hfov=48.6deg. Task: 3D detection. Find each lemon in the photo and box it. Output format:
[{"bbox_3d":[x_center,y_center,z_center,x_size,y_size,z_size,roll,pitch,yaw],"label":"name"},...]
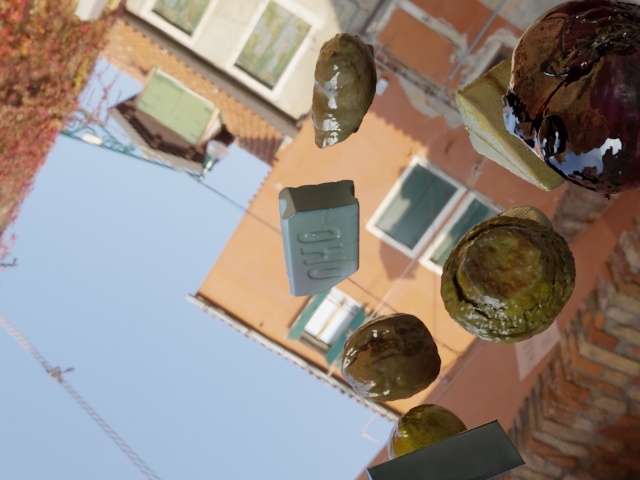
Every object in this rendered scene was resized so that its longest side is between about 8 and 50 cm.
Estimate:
[{"bbox_3d":[0.242,0.460,1.588,0.244,0.187,0.187,50,-175,-45],"label":"lemon"}]

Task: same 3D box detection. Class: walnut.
[{"bbox_3d":[0.174,0.301,1.818,0.257,0.257,0.224,24,-156,-26],"label":"walnut"}]

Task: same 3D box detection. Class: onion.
[{"bbox_3d":[0.349,-0.169,0.871,0.221,0.280,0.281,-7,-153,1],"label":"onion"}]

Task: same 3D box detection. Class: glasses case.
[{"bbox_3d":[0.223,0.417,1.277,0.266,0.056,0.105,-16,-134,-13],"label":"glasses case"}]

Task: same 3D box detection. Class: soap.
[{"bbox_3d":[0.000,0.000,1.628,0.173,0.289,0.095,-7,-133,-5],"label":"soap"}]

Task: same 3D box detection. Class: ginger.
[{"bbox_3d":[0.024,-0.247,1.165,0.115,0.193,0.123,14,-178,20],"label":"ginger"}]

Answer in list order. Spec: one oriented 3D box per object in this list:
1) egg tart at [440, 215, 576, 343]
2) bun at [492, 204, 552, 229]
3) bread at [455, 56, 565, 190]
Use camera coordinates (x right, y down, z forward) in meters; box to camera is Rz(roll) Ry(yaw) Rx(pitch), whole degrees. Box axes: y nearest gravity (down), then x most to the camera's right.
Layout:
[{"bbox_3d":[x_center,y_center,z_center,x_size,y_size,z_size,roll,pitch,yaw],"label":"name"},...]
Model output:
[{"bbox_3d":[0.384,0.068,1.480,0.294,0.294,0.123,48,178,30],"label":"egg tart"},{"bbox_3d":[0.633,0.026,2.278,0.146,0.287,0.287,34,-161,-29],"label":"bun"},{"bbox_3d":[0.423,-0.243,1.435,0.163,0.168,0.264,59,173,-36],"label":"bread"}]
